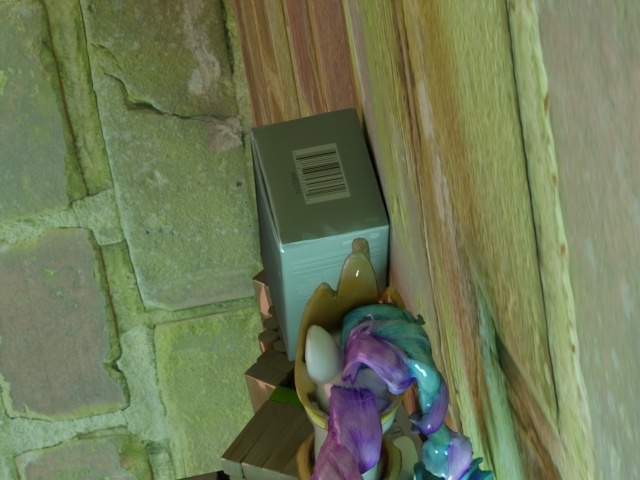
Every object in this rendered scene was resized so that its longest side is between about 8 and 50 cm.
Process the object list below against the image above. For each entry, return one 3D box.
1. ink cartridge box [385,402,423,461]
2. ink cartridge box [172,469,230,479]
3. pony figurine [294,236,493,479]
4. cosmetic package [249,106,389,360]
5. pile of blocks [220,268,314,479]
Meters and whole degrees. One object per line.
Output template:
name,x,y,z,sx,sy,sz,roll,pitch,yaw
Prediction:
ink cartridge box,0.074,0.279,1.388,0.275,0.060,0.239,-117,19,-64
ink cartridge box,-0.100,0.418,1.973,0.166,0.394,0.286,-165,64,-83
pony figurine,0.000,0.224,1.034,0.363,0.302,0.351,91,-172,-53
cosmetic package,0.000,0.000,1.521,0.238,0.107,0.127,93,163,-60
pile of blocks,0.001,0.147,1.679,0.362,0.148,0.113,-83,-15,-52
